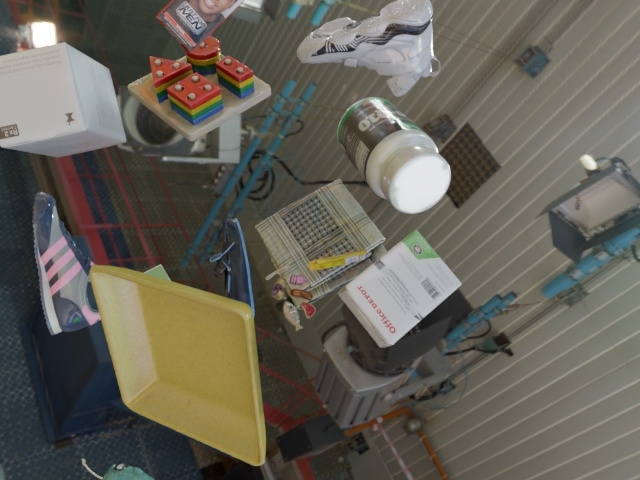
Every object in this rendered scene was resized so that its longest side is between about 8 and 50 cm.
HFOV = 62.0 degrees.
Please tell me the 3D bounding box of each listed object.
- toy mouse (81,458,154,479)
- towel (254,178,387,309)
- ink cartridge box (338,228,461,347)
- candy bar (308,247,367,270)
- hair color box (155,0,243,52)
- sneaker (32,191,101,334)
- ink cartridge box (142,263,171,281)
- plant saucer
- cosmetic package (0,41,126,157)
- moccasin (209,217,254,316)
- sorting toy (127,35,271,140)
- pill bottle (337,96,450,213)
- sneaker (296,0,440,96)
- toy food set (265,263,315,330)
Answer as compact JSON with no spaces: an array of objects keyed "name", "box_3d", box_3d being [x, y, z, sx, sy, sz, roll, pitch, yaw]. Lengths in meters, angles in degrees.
[{"name":"toy mouse","box_3d":[-0.228,0.305,0.606,0.143,0.031,0.161,42,-63,2]},{"name":"towel","box_3d":[0.000,0.000,1.545,0.324,0.312,0.056,58,-6,28]},{"name":"ink cartridge box","box_3d":[0.172,0.107,1.176,0.160,0.219,0.092,52,-18,6]},{"name":"candy bar","box_3d":[0.048,0.052,1.421,0.040,0.162,0.018,84,-9,-45]},{"name":"hair color box","box_3d":[-0.178,-0.366,0.820,0.141,0.072,0.043,-46,-150,0]},{"name":"sneaker","box_3d":[-0.566,0.045,1.201,0.112,0.131,0.318,-169,-108,-68]},{"name":"ink cartridge box","box_3d":[-0.415,0.195,1.325,0.235,0.171,0.056,51,-23,24]},{"name":"plant saucer","box_3d":[-0.230,0.201,0.938,0.333,0.081,0.332,13,-59,25]},{"name":"cosmetic package","box_3d":[-0.473,-0.245,0.966,0.183,0.151,0.151,-83,161,-87]},{"name":"moccasin","box_3d":[-0.284,0.094,1.667,0.137,0.117,0.341,115,-35,-69]},{"name":"sorting toy","box_3d":[-0.302,-0.397,1.310,0.255,0.257,0.089,38,-29,24]},{"name":"pill bottle","box_3d":[0.195,-0.237,1.460,0.204,0.204,0.361,-66,-149,27]},{"name":"sneaker","box_3d":[0.130,-0.476,1.392,0.366,0.210,0.137,-10,-137,22]},{"name":"toy food set","box_3d":[-0.050,0.106,1.031,0.122,0.078,0.019,55,-22,7]}]
